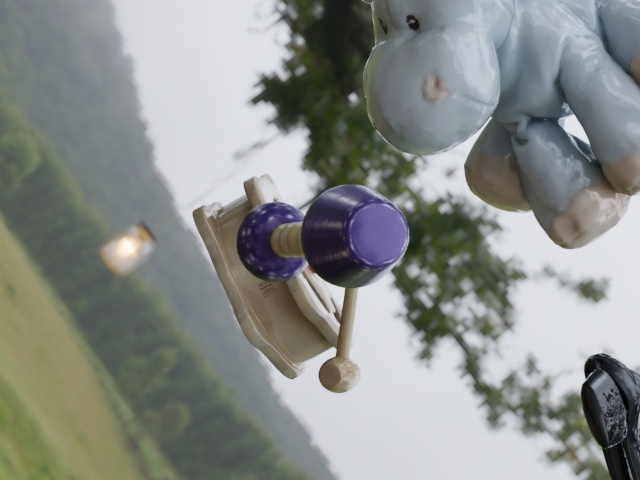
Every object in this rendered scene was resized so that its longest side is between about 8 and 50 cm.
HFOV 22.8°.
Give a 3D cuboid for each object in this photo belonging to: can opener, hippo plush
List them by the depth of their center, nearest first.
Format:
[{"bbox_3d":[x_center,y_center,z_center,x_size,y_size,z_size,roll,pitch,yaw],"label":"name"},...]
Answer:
[{"bbox_3d":[0.162,-0.156,1.253,0.236,0.294,0.234,18,-10,-39],"label":"hippo plush"},{"bbox_3d":[0.273,0.185,1.439,0.059,0.073,0.186,22,-43,55],"label":"can opener"}]

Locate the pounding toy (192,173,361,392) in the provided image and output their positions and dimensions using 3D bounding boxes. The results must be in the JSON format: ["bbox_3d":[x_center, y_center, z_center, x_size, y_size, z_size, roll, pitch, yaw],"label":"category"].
[{"bbox_3d":[-0.008,0.042,1.659,0.269,0.155,0.154,65,11,19],"label":"pounding toy"}]

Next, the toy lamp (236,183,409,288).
[{"bbox_3d":[0.000,0.000,1.235,0.080,0.080,0.274,54,-15,-7],"label":"toy lamp"}]
